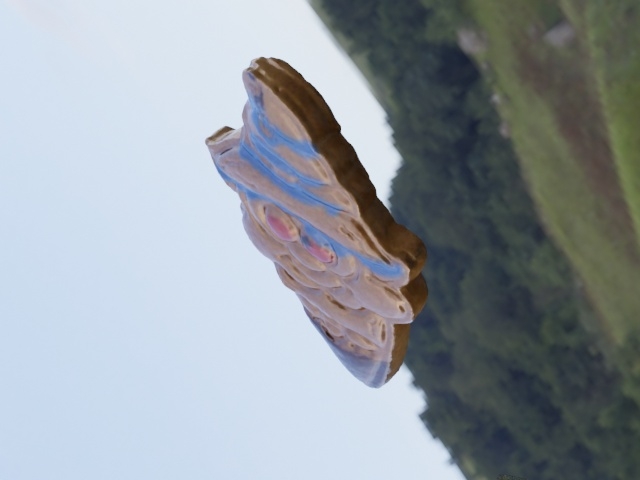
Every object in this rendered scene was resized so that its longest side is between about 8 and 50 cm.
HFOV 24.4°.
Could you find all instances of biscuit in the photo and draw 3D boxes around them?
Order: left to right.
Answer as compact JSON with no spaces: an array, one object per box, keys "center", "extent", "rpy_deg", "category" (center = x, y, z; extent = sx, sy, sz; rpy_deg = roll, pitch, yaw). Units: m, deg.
[{"center":[0.000,0.000,0.954],"extent":[0.183,0.043,0.280],"rpy_deg":[31,148,40],"category":"biscuit"}]

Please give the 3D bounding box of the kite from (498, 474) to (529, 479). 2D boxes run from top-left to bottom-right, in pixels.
[{"center":[0.085,0.220,0.712],"extent":[0.229,0.012,0.250],"rpy_deg":[10,-132,-5],"category":"kite"}]
